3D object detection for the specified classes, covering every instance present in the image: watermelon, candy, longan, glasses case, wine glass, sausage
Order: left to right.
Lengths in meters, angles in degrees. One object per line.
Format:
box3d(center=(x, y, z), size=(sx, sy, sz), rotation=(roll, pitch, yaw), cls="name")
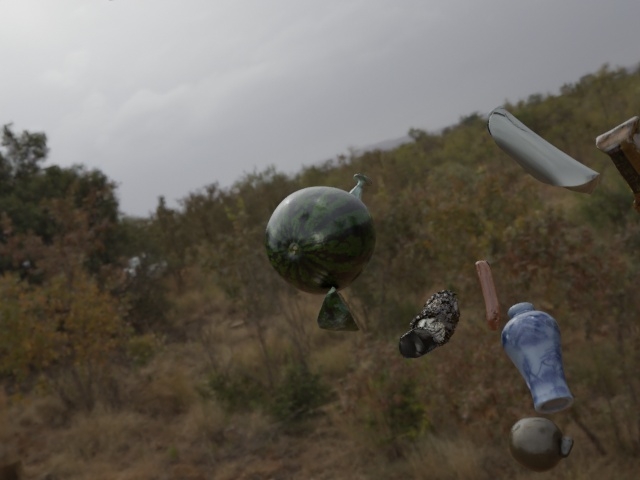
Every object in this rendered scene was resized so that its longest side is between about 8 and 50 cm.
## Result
box3d(center=(0.000, 0.000, 2.024), size=(0.285, 0.285, 0.285), rotation=(-19, 3, 1), cls="watermelon")
box3d(center=(0.036, 0.176, 1.959), size=(0.101, 0.080, 0.155), rotation=(-14, -29, 0), cls="watermelon")
box3d(center=(0.106, -0.130, 2.451), size=(0.073, 0.073, 0.155), rotation=(-14, 45, 60), cls="wine glass")
box3d(center=(0.442, 0.143, 2.038), size=(0.043, 0.186, 0.043), rotation=(-10, -10, -2), cls="sausage")
box3d(center=(0.519, -0.197, 1.852), size=(0.083, 0.308, 0.128), rotation=(-47, -31, 1), cls="glasses case")
box3d(center=(0.415, 0.384, 1.463), size=(0.119, 0.106, 0.106), rotation=(1, 9, 16), cls="longan")
box3d(center=(0.832, -0.187, 2.026), size=(0.143, 0.271, 0.101), rotation=(-27, 18, 43), cls="candy")

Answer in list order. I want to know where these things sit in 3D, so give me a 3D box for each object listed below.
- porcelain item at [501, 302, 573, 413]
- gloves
box3d(center=(0.507, 0.269, 1.816), size=(0.141, 0.259, 0.141), rotation=(-8, -34, -5), cls="porcelain item")
box3d(center=(0.370, 0.279, 2.541), size=(0.312, 0.135, 0.210), rotation=(-46, -15, -46), cls="gloves")
